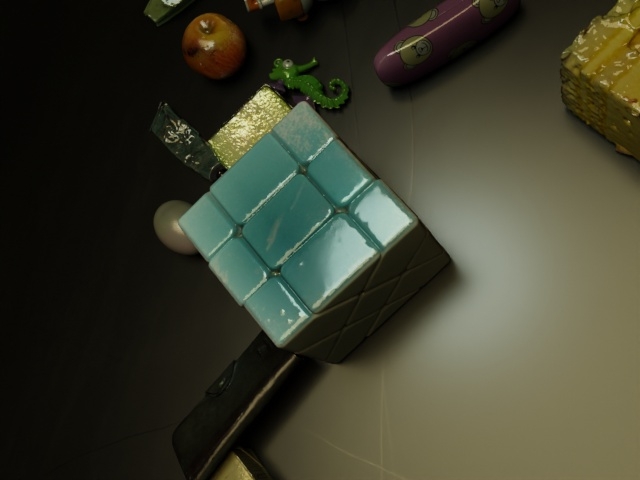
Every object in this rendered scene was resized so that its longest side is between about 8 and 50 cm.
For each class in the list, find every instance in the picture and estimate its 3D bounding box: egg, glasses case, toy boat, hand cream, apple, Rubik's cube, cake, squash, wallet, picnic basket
[{"bbox_3d":[-0.291,-0.027,1.690,0.135,0.103,0.103,42,94,22],"label":"egg"},{"bbox_3d":[0.247,-0.407,1.571,0.316,0.123,0.075,-32,64,11],"label":"glasses case"},{"bbox_3d":[-0.291,-0.610,1.839,0.093,0.055,0.293,43,97,-13],"label":"toy boat"},{"bbox_3d":[-0.289,-0.209,1.758,0.248,0.052,0.075,42,93,23],"label":"hand cream"},{"bbox_3d":[-0.233,-0.422,1.745,0.147,0.146,0.146,-4,77,19],"label":"apple"},{"bbox_3d":[0.000,0.000,1.464,0.322,0.319,0.316,-42,67,6],"label":"Rubik's cube"},{"bbox_3d":[0.585,-0.263,1.361,0.222,0.227,0.286,-46,68,4],"label":"cake"},{"bbox_3d":[-0.112,-0.205,1.693,0.192,0.085,0.184,-42,97,9],"label":"squash"},{"bbox_3d":[-0.166,0.308,1.555,0.318,0.045,0.172,-50,31,1],"label":"wallet"},{"bbox_3d":[-0.149,0.487,1.536,0.115,0.079,0.164,-43,68,5],"label":"picnic basket"}]

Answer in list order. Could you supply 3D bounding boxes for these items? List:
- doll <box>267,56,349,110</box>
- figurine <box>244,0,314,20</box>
[{"bbox_3d":[-0.026,-0.331,1.695,0.190,0.050,0.115,34,84,19],"label":"doll"},{"bbox_3d":[-0.030,-0.538,1.710,0.272,0.143,0.143,-5,75,-6],"label":"figurine"}]
